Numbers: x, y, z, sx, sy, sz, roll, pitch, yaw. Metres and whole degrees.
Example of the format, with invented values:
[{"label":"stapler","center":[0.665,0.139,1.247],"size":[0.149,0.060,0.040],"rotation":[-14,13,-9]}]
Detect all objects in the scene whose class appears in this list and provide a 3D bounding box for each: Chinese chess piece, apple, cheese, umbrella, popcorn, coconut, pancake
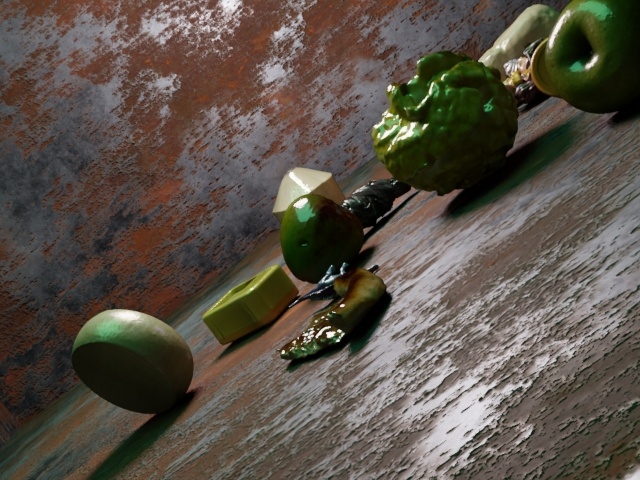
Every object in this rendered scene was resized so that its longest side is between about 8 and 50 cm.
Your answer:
[{"label":"Chinese chess piece","center":[-0.384,0.249,1.784],"size":[0.250,0.250,0.101],"rotation":[-32,26,41]},{"label":"apple","center":[0.450,-0.293,1.353],"size":[0.157,0.196,0.196],"rotation":[0,-18,-34]},{"label":"cheese","center":[0.516,-0.463,2.194],"size":[0.251,0.173,0.248],"rotation":[-42,-1,-37]},{"label":"umbrella","center":[0.073,-0.055,2.049],"size":[0.337,0.128,0.154],"rotation":[-35,19,-34]},{"label":"popcorn","center":[0.230,-0.215,1.643],"size":[0.282,0.247,0.282],"rotation":[-18,-25,-9]},{"label":"coconut","center":[-0.031,-0.099,2.411],"size":[0.202,0.222,0.202],"rotation":[-31,7,4]},{"label":"pancake","center":[0.034,0.104,1.390],"size":[0.212,0.056,0.257],"rotation":[-42,8,-34]}]

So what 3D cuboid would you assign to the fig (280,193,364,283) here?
[{"label":"fig","center":[0.000,0.000,1.828],"size":[0.191,0.181,0.181],"rotation":[-63,15,-18]}]

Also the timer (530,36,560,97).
[{"label":"timer","center":[0.506,-0.340,1.767],"size":[0.132,0.132,0.152],"rotation":[-36,-17,19]}]

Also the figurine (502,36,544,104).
[{"label":"figurine","center":[0.473,-0.373,2.054],"size":[0.175,0.115,0.240],"rotation":[-40,3,-37]}]

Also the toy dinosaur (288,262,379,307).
[{"label":"toy dinosaur","center":[0.026,0.081,1.639],"size":[0.197,0.045,0.080],"rotation":[-25,14,22]}]

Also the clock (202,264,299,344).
[{"label":"clock","center":[-0.157,0.146,1.952],"size":[0.202,0.096,0.143],"rotation":[-30,8,43]}]
